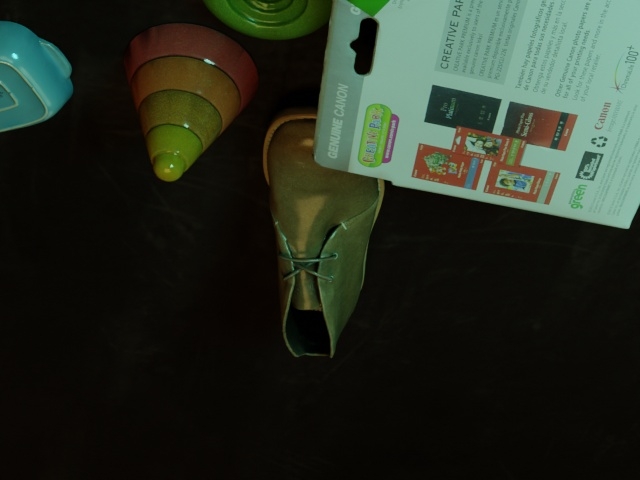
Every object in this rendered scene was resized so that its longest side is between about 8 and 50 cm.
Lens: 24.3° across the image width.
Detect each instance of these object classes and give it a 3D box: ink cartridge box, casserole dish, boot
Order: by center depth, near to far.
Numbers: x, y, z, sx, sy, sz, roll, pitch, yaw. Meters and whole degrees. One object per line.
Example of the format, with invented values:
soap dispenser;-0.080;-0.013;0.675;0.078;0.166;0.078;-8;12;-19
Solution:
ink cartridge box;0.145;-0.171;1.135;0.271;0.130;0.309;10;143;0
casserole dish;-0.314;-0.137;1.346;0.188;0.037;0.114;-10;140;22
boot;0.000;0.000;1.403;0.112;0.115;0.305;5;142;8

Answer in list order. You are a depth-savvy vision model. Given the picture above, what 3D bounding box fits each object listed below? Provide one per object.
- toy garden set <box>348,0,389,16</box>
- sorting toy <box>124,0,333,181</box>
toy garden set;0.034;-0.280;0.908;0.204;0.049;0.244;28;124;-31
sorting toy;-0.060;-0.160;1.193;0.127;0.126;0.365;24;141;-20
